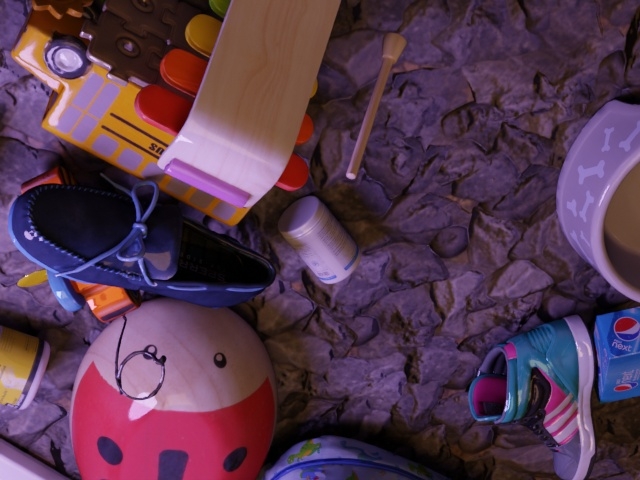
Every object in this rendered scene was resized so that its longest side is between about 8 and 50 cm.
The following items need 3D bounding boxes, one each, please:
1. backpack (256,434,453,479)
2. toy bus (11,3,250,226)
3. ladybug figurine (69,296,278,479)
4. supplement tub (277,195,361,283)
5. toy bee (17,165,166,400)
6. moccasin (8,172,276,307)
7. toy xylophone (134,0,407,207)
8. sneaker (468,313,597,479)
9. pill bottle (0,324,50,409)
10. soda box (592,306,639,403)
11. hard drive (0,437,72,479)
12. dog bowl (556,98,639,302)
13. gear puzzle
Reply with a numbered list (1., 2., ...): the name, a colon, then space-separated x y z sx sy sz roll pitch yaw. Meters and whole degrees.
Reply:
1. backpack: 0.059 0.448 1.632 0.355 0.273 0.290 41 118 -16
2. toy bus: -0.211 -0.155 1.256 0.332 0.108 0.130 28 122 -22
3. ladybug figurine: -0.214 0.288 1.527 0.305 0.162 0.450 3 124 -8
4. supplement tub: 0.000 0.000 1.404 0.071 0.071 0.107 -30 121 15
5. toy bee: -0.297 0.047 1.378 0.195 0.162 0.299 -4 98 0
6. moccasin: -0.199 -0.006 1.269 0.342 0.138 0.116 14 160 -40
7. toy xylophone: -0.043 -0.183 1.143 0.236 0.323 0.081 32 157 -18
8. sneaker: 0.314 0.256 1.574 0.178 0.124 0.296 -10 118 -3
9. pill bottle: -0.476 0.160 1.451 0.184 0.103 0.103 22 120 -19
10. soda box: 0.431 0.167 1.507 0.071 0.067 0.210 -12 152 5
11. hard drive: -0.517 0.421 1.661 0.233 0.047 0.353 -40 118 20
12. dog bowl: 0.496 -0.056 1.393 0.348 0.102 0.349 -2 124 -3
13. gear puzzle: -0.188 -0.212 1.184 0.338 0.176 0.044 25 136 -21
